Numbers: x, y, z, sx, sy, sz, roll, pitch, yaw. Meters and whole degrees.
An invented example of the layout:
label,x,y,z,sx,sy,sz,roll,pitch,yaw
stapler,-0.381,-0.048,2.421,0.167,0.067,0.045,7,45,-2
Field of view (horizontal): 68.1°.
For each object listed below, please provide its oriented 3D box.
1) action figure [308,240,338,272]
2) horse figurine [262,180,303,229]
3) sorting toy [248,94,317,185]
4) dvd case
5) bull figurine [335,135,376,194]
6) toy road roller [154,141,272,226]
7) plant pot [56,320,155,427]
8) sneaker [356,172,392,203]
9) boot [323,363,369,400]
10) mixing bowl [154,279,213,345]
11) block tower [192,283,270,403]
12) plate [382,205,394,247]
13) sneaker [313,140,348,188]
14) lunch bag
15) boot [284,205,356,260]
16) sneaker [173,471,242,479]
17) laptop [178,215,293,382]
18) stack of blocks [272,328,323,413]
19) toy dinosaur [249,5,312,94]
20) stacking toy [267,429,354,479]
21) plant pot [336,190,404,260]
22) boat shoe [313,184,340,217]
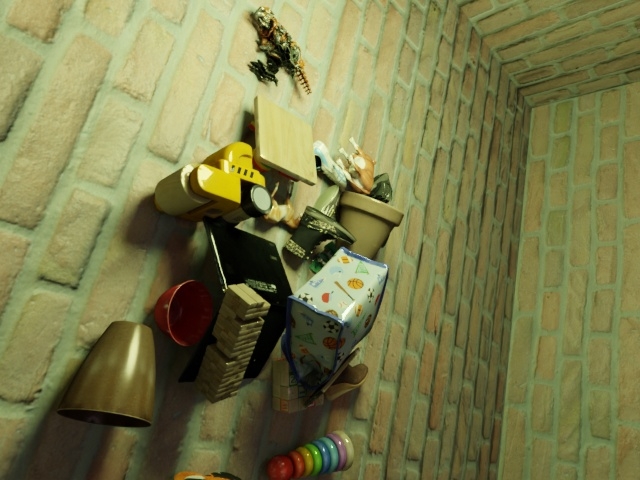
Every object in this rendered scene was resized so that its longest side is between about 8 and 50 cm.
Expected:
label,x,y,z,sx,sy,sz,roll,pitch,yaw
action figure,0.072,0.128,1.853,0.137,0.063,0.232,-46,121,-7
horse figurine,-0.145,-0.119,1.647,0.263,0.066,0.174,-8,106,-59
sorting toy,-0.140,-0.326,1.632,0.255,0.089,0.257,21,54,-43
dvd case,0.040,0.469,1.619,0.018,0.164,0.221,43,48,8
bull figurine,0.150,-0.294,1.874,0.188,0.101,0.310,46,22,-22
toy road roller,-0.314,-0.183,1.414,0.329,0.202,0.241,14,64,-49
plant pot,-0.505,0.327,1.185,0.215,0.215,0.230,33,49,-39
sneaker,0.244,-0.200,2.051,0.227,0.087,0.130,-36,105,-47
boot,0.085,0.475,1.827,0.248,0.090,0.207,-22,104,-41
mixing bowl,-0.400,0.202,1.340,0.181,0.098,0.181,0,90,-62
block tower,-0.241,0.284,1.281,0.091,0.097,0.335,-4,122,-53
plate,0.279,-0.061,2.040,0.024,0.188,0.188,13,73,-3
sneaker,0.026,-0.283,1.853,0.086,0.085,0.237,-46,125,-8
lunch bag,0.042,0.270,1.566,0.328,0.239,0.385,-41,145,-42
boot,-0.001,-0.001,1.730,0.236,0.085,0.179,31,98,-27
sneaker,-0.327,0.759,1.395,0.262,0.099,0.121,23,78,-34
laptop,-0.269,0.193,1.468,0.382,0.236,0.408,26,39,-61
stack of blocks,-0.078,0.434,1.668,0.171,0.087,0.297,6,82,-46
toy dinosaur,-0.125,-0.669,1.685,0.322,0.164,0.218,34,44,-15
stacking toy,-0.044,0.768,1.661,0.330,0.141,0.141,5,83,-38
plant pot,0.171,-0.044,1.876,0.263,0.263,0.229,20,90,-43
boat shoe,0.015,-0.114,1.821,0.069,0.081,0.228,50,61,-33
